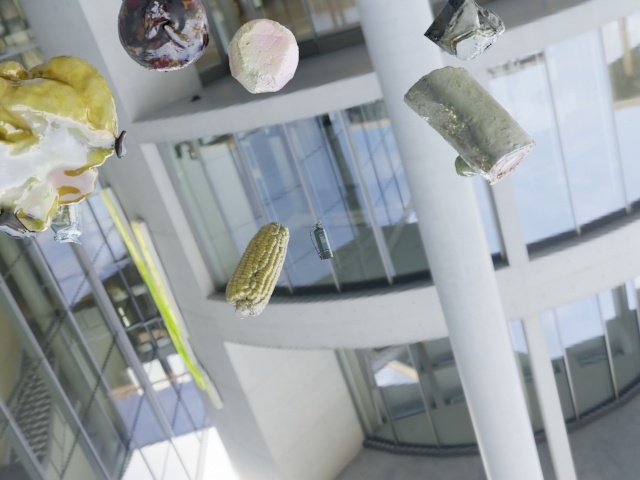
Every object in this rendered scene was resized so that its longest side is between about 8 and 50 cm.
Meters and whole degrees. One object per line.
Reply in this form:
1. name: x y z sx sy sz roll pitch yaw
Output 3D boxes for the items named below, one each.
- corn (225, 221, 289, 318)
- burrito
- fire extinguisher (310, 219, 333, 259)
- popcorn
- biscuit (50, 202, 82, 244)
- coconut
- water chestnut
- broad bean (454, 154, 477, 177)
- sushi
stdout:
1. corn: -0.178 0.080 2.149 0.130 0.130 0.347 -7 -138 25
2. burrito: 0.296 -0.251 1.547 0.105 0.143 0.299 -17 -124 -36
3. fire extinguisher: 0.000 0.000 1.589 0.038 0.083 0.025 -17 174 9
4. popcorn: -0.508 -0.162 1.291 0.316 0.297 0.281 -26 -133 -35
5. biscuit: -0.818 -0.145 2.401 0.079 0.309 0.186 -3 176 3
6. coconut: -0.192 -0.591 2.447 0.233 0.233 0.245 -22 -176 -9
7. water chestnut: -0.486 -0.660 2.272 0.300 0.300 0.300 -16 -157 7
8. broad bean: 0.485 -0.236 2.301 0.124 0.082 0.174 -24 -164 -22
9. sushi: 0.366 -0.479 1.753 0.109 0.134 0.273 46 -157 23
